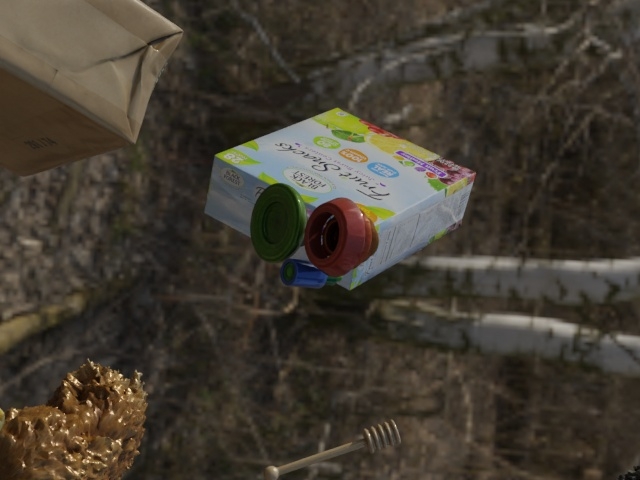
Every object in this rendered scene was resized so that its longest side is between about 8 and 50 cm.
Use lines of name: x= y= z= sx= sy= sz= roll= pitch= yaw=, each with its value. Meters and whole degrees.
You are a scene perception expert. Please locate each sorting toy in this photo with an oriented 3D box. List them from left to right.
sorting toy: x=0.000 y=0.000 z=0.787 sx=0.042 sy=0.102 sz=0.061 roll=8 pitch=96 yaw=-40

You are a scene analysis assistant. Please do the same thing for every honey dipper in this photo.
honey dipper: x=0.012 y=0.245 z=1.434 sx=0.030 sy=0.161 sz=0.030 roll=161 pitch=-90 yaw=-84

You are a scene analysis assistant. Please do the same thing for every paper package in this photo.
paper package: x=-0.382 y=-0.227 z=1.508 sx=0.309 sy=0.325 sz=0.168 roll=31 pitch=67 yaw=-30

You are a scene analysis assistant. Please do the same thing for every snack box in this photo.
snack box: x=0.022 y=-0.047 z=1.206 sx=0.207 sy=0.175 sz=0.070 roll=-29 pitch=139 yaw=-50

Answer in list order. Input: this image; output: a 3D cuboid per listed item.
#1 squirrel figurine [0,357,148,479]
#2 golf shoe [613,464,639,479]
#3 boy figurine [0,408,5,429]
squirrel figurine: x=-0.398 y=0.340 z=1.742 sx=0.370 sy=0.397 sz=0.281 roll=24 pitch=43 yaw=-62
golf shoe: x=0.207 y=0.206 z=0.723 sx=0.094 sy=0.077 sz=0.198 roll=57 pitch=10 yaw=-20
boy figurine: x=-0.371 y=0.090 z=1.207 sx=0.177 sy=0.092 sz=0.285 roll=51 pitch=10 yaw=-46
